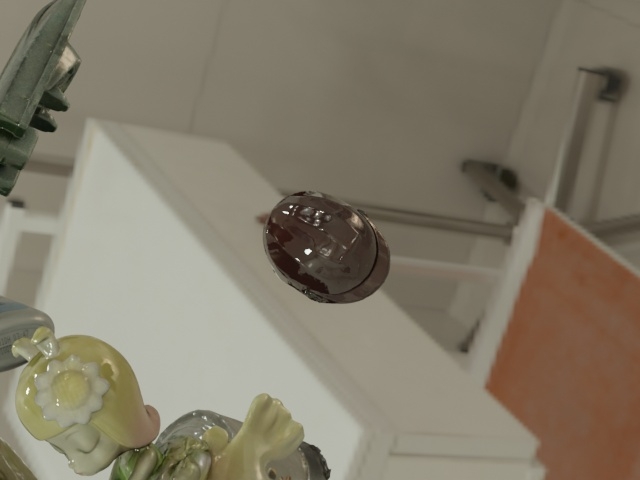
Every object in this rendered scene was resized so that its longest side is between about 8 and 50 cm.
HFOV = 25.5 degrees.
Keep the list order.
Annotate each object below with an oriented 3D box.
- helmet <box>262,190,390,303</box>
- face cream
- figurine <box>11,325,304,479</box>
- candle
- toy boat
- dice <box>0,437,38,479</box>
[{"bbox_3d":[0.000,0.000,1.307,0.123,0.070,0.098,22,71,28],"label":"helmet"},{"bbox_3d":[-0.527,0.115,2.033,0.337,0.163,0.080,14,114,48],"label":"face cream"},{"bbox_3d":[-0.147,0.225,1.382,0.274,0.394,0.227,-47,15,-28],"label":"figurine"},{"bbox_3d":[-0.144,0.327,1.931,0.187,0.330,0.187,-18,60,35],"label":"candle"},{"bbox_3d":[-0.351,-0.204,1.780,0.141,0.092,0.319,-47,21,49],"label":"toy boat"},{"bbox_3d":[-0.493,0.413,1.953,0.233,0.238,0.227,54,174,0],"label":"dice"}]
